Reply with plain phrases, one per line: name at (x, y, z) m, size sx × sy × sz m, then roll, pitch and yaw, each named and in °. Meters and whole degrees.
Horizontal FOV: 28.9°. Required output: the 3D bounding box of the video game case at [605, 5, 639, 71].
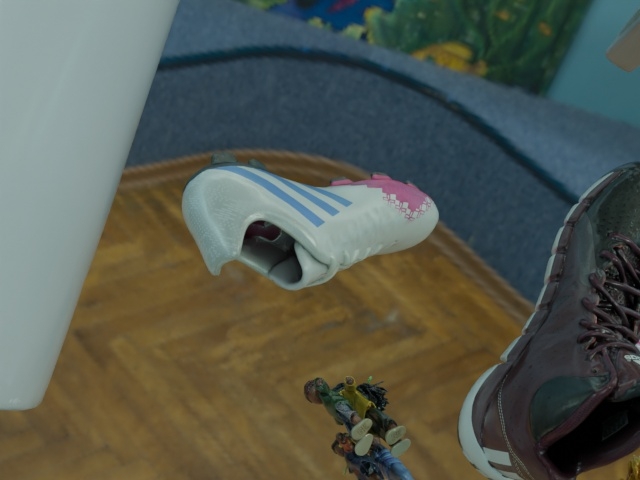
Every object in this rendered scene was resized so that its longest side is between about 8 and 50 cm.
video game case at (0.351, -0.284, 0.973) m, size 0.036 × 0.300 × 0.329 m, roll 37°, pitch 0°, yaw 3°

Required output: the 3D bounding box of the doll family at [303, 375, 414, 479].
doll family at (0.044, 0.194, 1.209) m, size 0.076 × 0.193 × 0.111 m, roll -30°, pitch 37°, yaw -20°

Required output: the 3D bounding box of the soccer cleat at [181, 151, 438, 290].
soccer cleat at (0.000, 0.000, 1.354) m, size 0.331 × 0.116 × 0.143 m, roll 6°, pitch 51°, yaw -34°

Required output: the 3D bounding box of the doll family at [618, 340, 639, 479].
doll family at (0.314, 0.192, 1.052) m, size 0.163 × 0.118 × 0.263 m, roll -40°, pitch 111°, yaw -35°

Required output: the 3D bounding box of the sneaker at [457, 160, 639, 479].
sneaker at (0.224, 0.068, 0.912) m, size 0.106 × 0.281 × 0.162 m, roll 33°, pitch -9°, yaw -18°

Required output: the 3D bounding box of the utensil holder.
utensil holder at (-0.252, -0.125, 0.739) m, size 0.327 × 0.385 × 0.327 m, roll 16°, pitch -4°, yaw 1°
